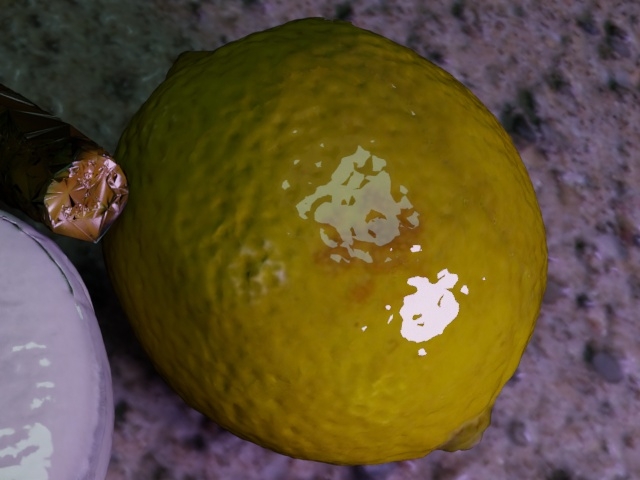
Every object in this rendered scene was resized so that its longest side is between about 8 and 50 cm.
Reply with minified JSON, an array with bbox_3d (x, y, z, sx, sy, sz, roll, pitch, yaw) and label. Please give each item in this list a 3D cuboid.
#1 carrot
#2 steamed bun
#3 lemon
[{"bbox_3d":[-0.177,-0.051,1.070,0.069,0.069,0.228,-16,23,-28],"label":"carrot"},{"bbox_3d":[-0.201,0.098,1.003,0.177,0.131,0.228,-8,65,-14],"label":"steamed bun"},{"bbox_3d":[0.001,0.000,1.071,0.267,0.267,0.267,10,57,-15],"label":"lemon"}]
